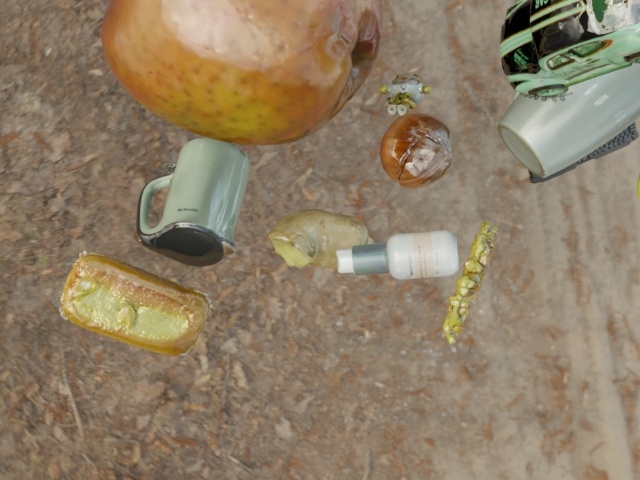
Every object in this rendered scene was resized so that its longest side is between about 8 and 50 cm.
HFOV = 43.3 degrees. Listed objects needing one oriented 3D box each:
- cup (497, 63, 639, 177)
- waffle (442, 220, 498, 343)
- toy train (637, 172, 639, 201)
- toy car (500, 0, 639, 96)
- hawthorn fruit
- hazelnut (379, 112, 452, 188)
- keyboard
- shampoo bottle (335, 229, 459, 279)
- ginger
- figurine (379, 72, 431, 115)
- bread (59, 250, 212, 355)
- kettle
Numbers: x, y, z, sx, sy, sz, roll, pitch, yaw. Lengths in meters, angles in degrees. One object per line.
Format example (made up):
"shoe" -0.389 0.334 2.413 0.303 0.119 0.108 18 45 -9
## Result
"cup" 0.437 -0.253 1.492 0.234 0.258 0.186 -40 122 2
"waffle" 0.382 0.100 2.052 0.068 0.325 0.302 23 46 11
"toy train" 0.619 -0.178 1.111 0.442 0.272 0.179 -54 153 -17
"toy car" 0.328 -0.279 1.045 0.125 0.306 0.136 -2 87 -29
"hawthorn fruit" -0.118 -0.375 1.377 0.471 0.471 0.472 1 89 -32
"hazelnut" 0.229 -0.200 1.870 0.182 0.182 0.182 1 89 -32
"keyboard" 0.595 -0.209 1.835 0.262 0.016 0.106 -24 138 8
"shampoo bottle" 0.119 0.026 1.270 0.192 0.074 0.074 -4 92 7
"ginger" 0.000 0.000 1.841 0.267 0.138 0.152 -3 51 -25
"figurine" 0.176 -0.295 1.648 0.101 0.143 0.068 -9 122 -3
"bread" -0.376 0.128 1.626 0.288 0.119 0.153 24 86 -21
"kettle" -0.279 -0.076 1.747 0.240 0.165 0.255 3 54 8
